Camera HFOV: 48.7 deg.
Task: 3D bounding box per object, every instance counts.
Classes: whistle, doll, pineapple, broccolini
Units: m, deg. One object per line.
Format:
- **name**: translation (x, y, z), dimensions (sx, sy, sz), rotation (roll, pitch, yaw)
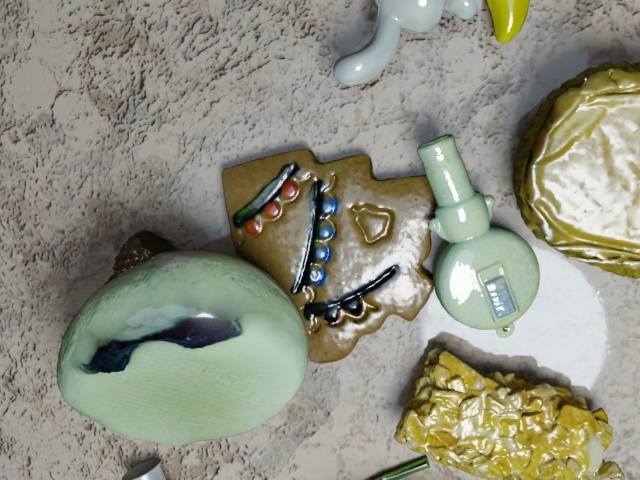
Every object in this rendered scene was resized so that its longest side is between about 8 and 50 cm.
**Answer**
- **whistle**: translation (0.179, 0.001, 0.825), dimensions (0.126, 0.067, 0.258), rotation (-23, 101, -4)
- **doll**: translation (0.118, -0.311, 0.802), dimensions (0.237, 0.111, 0.252), rotation (-7, 93, -7)
- **pineapple**: translation (-0.251, 0.063, 0.913), dimensions (0.074, 0.074, 0.159), rotation (38, 108, 3)
- **broccolini**: translation (0.043, 0.334, 0.914), dimensions (0.218, 0.044, 0.042), rotation (-24, 76, 5)

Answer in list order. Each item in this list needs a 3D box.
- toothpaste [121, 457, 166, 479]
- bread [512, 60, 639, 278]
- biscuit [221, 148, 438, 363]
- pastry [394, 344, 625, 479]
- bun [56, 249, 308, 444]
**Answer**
- **toothpaste**: translation (-0.182, 0.420, 0.947), dimensions (0.096, 0.061, 0.266), rotation (-23, 98, 9)
- **bread**: translation (0.346, -0.074, 0.776), dimensions (0.254, 0.142, 0.227), rotation (16, 96, 4)
- **biscuit**: translation (0.000, 0.000, 0.879), dimensions (0.302, 0.043, 0.278), rotation (29, 99, 4)
- **pastry**: translation (0.222, 0.231, 0.838), dimensions (0.250, 0.102, 0.154), rotation (21, 87, 8)
- **bun**: translation (-0.156, 0.108, 0.835), dimensions (0.283, 0.179, 0.283), rotation (-6, 135, -6)
